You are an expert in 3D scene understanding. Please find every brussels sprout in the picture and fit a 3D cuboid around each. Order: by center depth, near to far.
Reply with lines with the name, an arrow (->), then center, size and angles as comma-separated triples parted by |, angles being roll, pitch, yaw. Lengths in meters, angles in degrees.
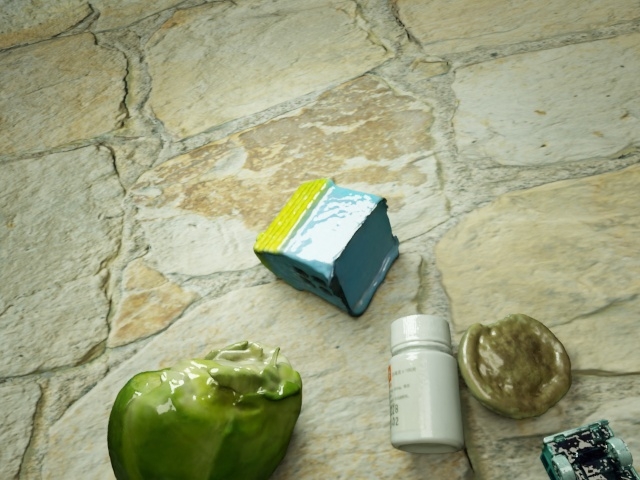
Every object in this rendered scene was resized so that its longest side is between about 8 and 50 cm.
brussels sprout -> -0.215, 0.354, 1.008 | 0.371, 0.314, 0.276 | -18, 18, -40

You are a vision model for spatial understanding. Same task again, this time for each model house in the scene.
model house -> 0.000, 0.000, 1.228 | 0.303, 0.215, 0.237 | 24, 67, 29

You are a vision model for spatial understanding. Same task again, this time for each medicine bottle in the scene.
medicine bottle -> 0.207, 0.285, 1.038 | 0.145, 0.144, 0.252 | -3, 61, 11

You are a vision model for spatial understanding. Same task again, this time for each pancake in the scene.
pancake -> 0.394, 0.245, 1.043 | 0.236, 0.042, 0.222 | 6, 55, -8

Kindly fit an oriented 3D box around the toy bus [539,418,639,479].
toy bus -> 0.484, 0.454, 0.867 | 0.128, 0.147, 0.256 | -19, 52, 2
